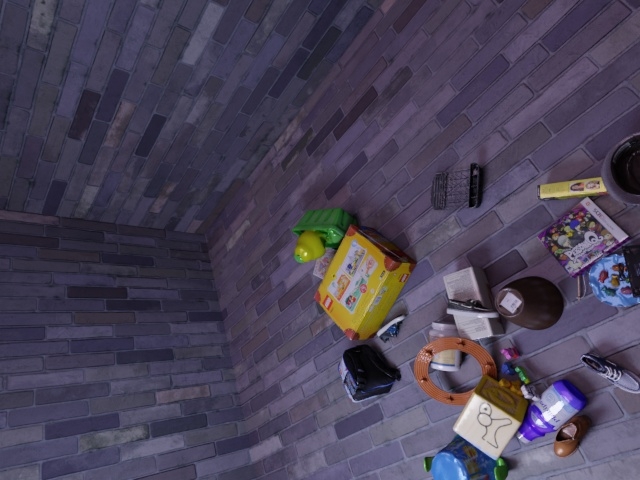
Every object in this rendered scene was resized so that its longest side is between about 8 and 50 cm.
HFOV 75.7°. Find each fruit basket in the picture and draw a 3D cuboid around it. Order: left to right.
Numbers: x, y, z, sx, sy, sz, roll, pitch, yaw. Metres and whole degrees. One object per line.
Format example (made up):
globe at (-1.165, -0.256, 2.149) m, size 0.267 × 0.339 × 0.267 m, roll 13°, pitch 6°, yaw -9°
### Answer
fruit basket at (0.000, 0.000, 2.410) m, size 0.392 × 0.283 × 0.391 m, roll -26°, pitch 47°, yaw 31°

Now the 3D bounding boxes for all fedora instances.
fedora at (1.093, -0.230, 1.374) m, size 0.244 × 0.124 × 0.275 m, roll -32°, pitch 53°, yaw 38°

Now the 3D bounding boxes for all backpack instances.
backpack at (0.222, 0.680, 2.122) m, size 0.263 × 0.277 × 0.213 m, roll 61°, pitch 140°, yaw 39°

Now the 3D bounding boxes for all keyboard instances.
keyboard at (1.064, 0.102, 1.390) m, size 0.108 × 0.023 × 0.180 m, roll -11°, pitch 68°, yaw 31°

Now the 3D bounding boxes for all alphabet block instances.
alphabet block at (0.664, 0.683, 1.610) m, size 0.193 × 0.194 × 0.197 m, roll 30°, pitch 112°, yaw 25°

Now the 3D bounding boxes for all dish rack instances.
dish rack at (0.628, -0.241, 1.937) m, size 0.272 × 0.074 × 0.208 m, roll 0°, pitch 83°, yaw 48°

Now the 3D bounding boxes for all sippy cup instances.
sippy cup at (0.580, 0.931, 1.683) m, size 0.305 × 0.224 × 0.240 m, roll -58°, pitch 47°, yaw 24°

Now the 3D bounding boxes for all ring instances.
ring at (0.569, 0.563, 1.745) m, size 0.337 × 0.032 × 0.336 m, roll 5°, pitch 108°, yaw 14°

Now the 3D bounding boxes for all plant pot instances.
plant pot at (0.773, 0.238, 1.576) m, size 0.216 × 0.231 × 0.215 m, roll -10°, pitch 76°, yaw 47°

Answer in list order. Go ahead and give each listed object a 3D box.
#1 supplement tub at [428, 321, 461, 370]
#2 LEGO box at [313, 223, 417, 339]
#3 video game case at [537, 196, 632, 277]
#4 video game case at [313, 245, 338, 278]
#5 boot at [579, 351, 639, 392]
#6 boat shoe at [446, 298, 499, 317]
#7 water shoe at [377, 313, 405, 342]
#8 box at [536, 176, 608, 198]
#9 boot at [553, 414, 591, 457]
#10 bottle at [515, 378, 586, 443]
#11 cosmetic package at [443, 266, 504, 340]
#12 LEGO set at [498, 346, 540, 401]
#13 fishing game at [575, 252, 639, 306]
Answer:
supplement tub at (0.558, 0.470, 1.843) m, size 0.144 × 0.145 × 0.199 m, roll -2°, pitch 82°, yaw 48°
LEGO box at (0.223, 0.224, 2.221) m, size 0.372 × 0.193 × 0.499 m, roll 45°, pitch 116°, yaw 42°
video game case at (0.966, -0.011, 1.527) m, size 0.232 × 0.042 × 0.210 m, roll -49°, pitch 43°, yaw 31°
video game case at (0.054, 0.148, 2.550) m, size 0.227 × 0.026 × 0.206 m, roll 22°, pitch 100°, yaw 48°
boot at (0.989, 0.454, 1.406) m, size 0.190 × 0.086 × 0.069 m, roll 33°, pitch 108°, yaw 46°
boat shoe at (0.612, 0.274, 1.672) m, size 0.220 × 0.078 × 0.070 m, roll -2°, pitch 83°, yaw 48°
water shoe at (0.380, 0.453, 2.118) m, size 0.080 × 0.073 × 0.203 m, roll 52°, pitch 128°, yaw 14°
box at (0.955, -0.192, 1.555) m, size 0.232 × 0.088 × 0.058 m, roll -4°, pitch 83°, yaw 47°
boot at (0.865, 0.699, 1.455) m, size 0.073 × 0.153 × 0.197 m, roll 38°, pitch 112°, yaw 44°
bottle at (0.843, 0.645, 1.533) m, size 0.282 × 0.092 × 0.118 m, roll -58°, pitch 47°, yaw 25°
cosmetic package at (0.658, 0.277, 1.776) m, size 0.153 × 0.129 × 0.295 m, roll -26°, pitch 64°, yaw 41°
LEGO set at (0.747, 0.530, 1.612) m, size 0.227 × 0.093 × 0.087 m, roll -96°, pitch 22°, yaw -49°
fishing game at (1.041, 0.137, 1.438) m, size 0.264 × 0.041 × 0.188 m, roll 2°, pitch 86°, yaw 47°
